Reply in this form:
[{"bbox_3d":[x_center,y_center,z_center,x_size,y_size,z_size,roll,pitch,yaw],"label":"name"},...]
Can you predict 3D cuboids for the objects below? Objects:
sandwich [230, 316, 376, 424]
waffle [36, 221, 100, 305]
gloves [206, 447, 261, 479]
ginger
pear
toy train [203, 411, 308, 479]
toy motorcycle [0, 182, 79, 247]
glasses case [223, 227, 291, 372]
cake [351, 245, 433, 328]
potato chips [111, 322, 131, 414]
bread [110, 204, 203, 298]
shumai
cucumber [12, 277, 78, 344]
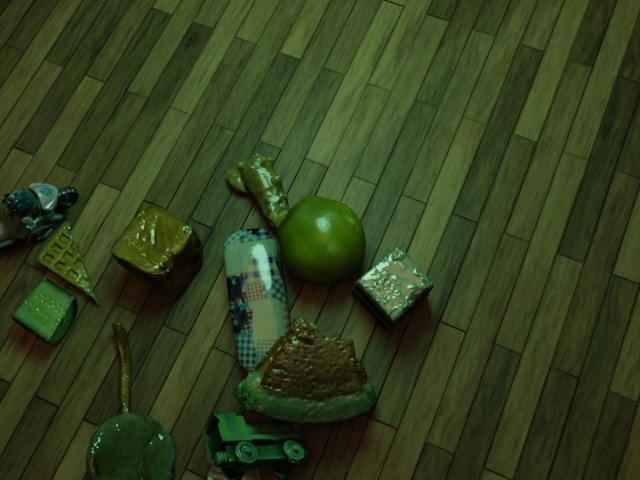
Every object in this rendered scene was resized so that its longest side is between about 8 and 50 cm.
[{"bbox_3d":[-0.012,0.279,1.296,0.292,0.109,0.212,22,91,-8],"label":"sandwich"},{"bbox_3d":[-0.550,0.052,1.481,0.191,0.032,0.125,30,73,10],"label":"waffle"},{"bbox_3d":[-0.160,0.503,1.274,0.119,0.097,0.229,1,45,-40],"label":"gloves"},{"bbox_3d":[-0.127,-0.125,1.486,0.205,0.081,0.115,43,90,15],"label":"ginger"},{"bbox_3d":[0.000,0.000,1.386,0.198,0.198,0.198,-1,72,3],"label":"pear"},{"bbox_3d":[-0.123,0.405,1.273,0.200,0.083,0.132,11,35,-34],"label":"toy train"},{"bbox_3d":[-0.674,-0.061,1.432,0.108,0.204,0.239,39,81,3],"label":"toy motorcycle"},{"bbox_3d":[-0.136,0.129,1.405,0.125,0.076,0.327,-11,73,0],"label":"glasses case"},{"bbox_3d":[0.151,0.099,1.363,0.135,0.147,0.134,-41,73,-8],"label":"cake"},{"bbox_3d":[-0.430,0.281,1.395,0.026,0.037,0.203,-11,76,10],"label":"potato chips"},{"bbox_3d":[-0.356,0.024,1.417,0.158,0.149,0.143,32,73,12],"label":"bread"},{"bbox_3d":[-0.399,0.456,1.296,0.120,0.201,0.201,-30,67,36],"label":"shumai"},{"bbox_3d":[-0.605,0.160,1.428,0.115,0.062,0.116,30,68,10],"label":"cucumber"}]
